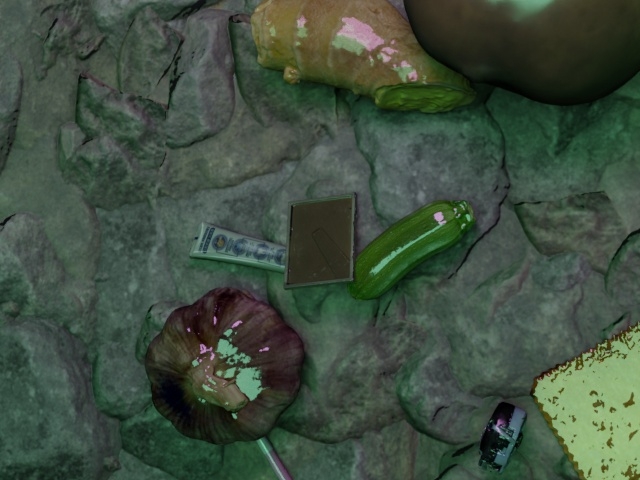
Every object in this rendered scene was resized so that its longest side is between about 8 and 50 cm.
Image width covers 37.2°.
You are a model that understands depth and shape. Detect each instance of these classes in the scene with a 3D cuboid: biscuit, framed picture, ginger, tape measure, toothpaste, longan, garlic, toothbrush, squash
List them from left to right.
[{"bbox_3d":[-0.150,0.188,1.404,0.244,0.160,0.245,-1,87,16],"label":"garlic"},{"bbox_3d":[-0.089,0.022,1.457,0.239,0.039,0.062,13,77,16],"label":"toothpaste"},{"bbox_3d":[-0.018,0.414,1.432,0.025,0.020,0.286,-37,79,17],"label":"toothbrush"},{"bbox_3d":[0.000,0.000,1.414,0.109,0.011,0.149,-7,61,19],"label":"framed picture"},{"bbox_3d":[0.064,-0.277,1.390,0.354,0.126,0.190,29,85,11],"label":"ginger"},{"bbox_3d":[0.127,0.010,1.386,0.219,0.068,0.077,-34,69,11],"label":"squash"},{"bbox_3d":[0.253,0.274,1.331,0.054,0.091,0.094,23,95,18],"label":"tape measure"},{"bbox_3d":[0.280,-0.319,1.251,0.349,0.288,0.289,9,90,7],"label":"longan"},{"bbox_3d":[0.443,0.246,1.322,0.232,0.013,0.237,-32,82,11],"label":"biscuit"}]
